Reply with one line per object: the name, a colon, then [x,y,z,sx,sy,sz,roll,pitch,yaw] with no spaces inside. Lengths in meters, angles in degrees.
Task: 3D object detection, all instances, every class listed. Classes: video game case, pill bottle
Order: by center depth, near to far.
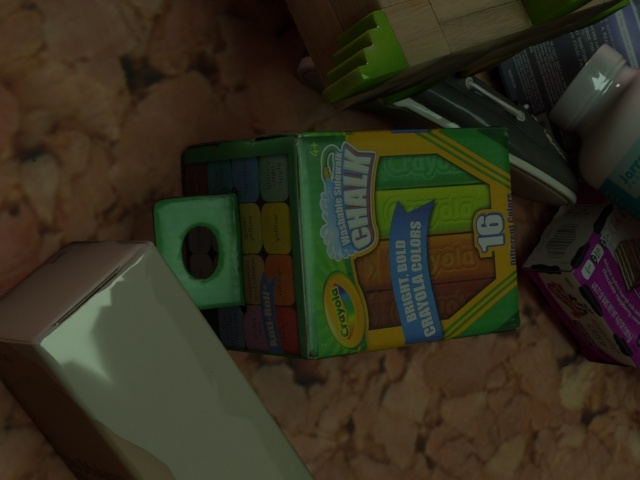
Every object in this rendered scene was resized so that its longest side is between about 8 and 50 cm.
pill bottle: [0.349,-0.074,1.287,0.264,0.146,0.146,37,65,8]
video game case: [0.306,-0.210,1.354,0.274,0.026,0.196,-22,108,-2]

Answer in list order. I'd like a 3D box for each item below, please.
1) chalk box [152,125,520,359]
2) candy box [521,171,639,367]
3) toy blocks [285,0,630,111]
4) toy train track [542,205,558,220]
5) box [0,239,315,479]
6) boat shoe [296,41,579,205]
chalk box: [0.000,0.000,1.129,0.289,0.179,0.180,-7,94,-36]
candy box: [0.324,-0.006,1.416,0.159,0.071,0.233,50,61,-32]
toy blocks: [0.088,-0.273,1.107,0.381,0.191,0.261,-23,88,-38]
toy train track: [0.256,-0.010,1.414,0.048,0.014,0.083,-7,95,-35]
box: [-0.123,0.155,1.065,0.121,0.148,0.311,-44,113,-27]
boat shoe: [0.131,-0.131,1.265,0.335,0.112,0.095,25,80,-30]
